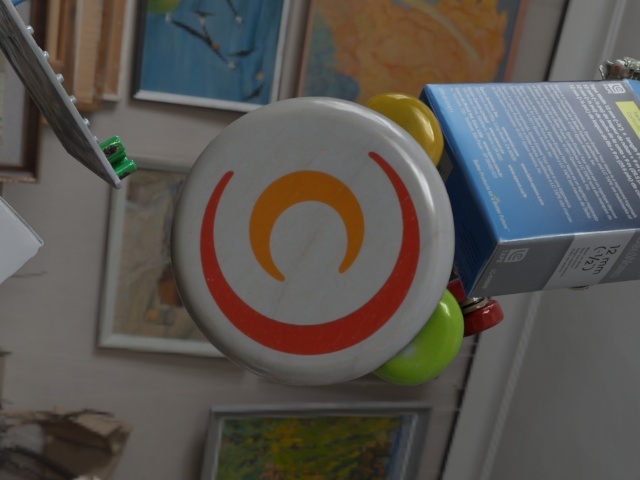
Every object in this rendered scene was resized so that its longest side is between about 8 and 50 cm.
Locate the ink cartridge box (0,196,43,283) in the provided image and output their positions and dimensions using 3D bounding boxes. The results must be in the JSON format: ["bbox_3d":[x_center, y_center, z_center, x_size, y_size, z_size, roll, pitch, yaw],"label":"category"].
[{"bbox_3d":[-0.565,0.006,1.245,0.278,0.201,0.117,19,-31,53],"label":"ink cartridge box"}]

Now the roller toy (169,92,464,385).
[{"bbox_3d":[0.000,0.000,0.599,0.146,0.191,0.210,19,65,-81],"label":"roller toy"}]

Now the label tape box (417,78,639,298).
[{"bbox_3d":[0.305,-0.073,0.994,0.115,0.347,0.249,107,-27,-48],"label":"label tape box"}]

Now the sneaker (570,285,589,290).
[{"bbox_3d":[0.405,0.053,1.410,0.135,0.058,0.052,0,-104,33],"label":"sneaker"}]

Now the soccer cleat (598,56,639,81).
[{"bbox_3d":[0.485,-0.248,1.277,0.068,0.076,0.196,-46,-171,4],"label":"soccer cleat"}]

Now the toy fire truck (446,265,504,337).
[{"bbox_3d":[0.185,0.112,1.560,0.302,0.253,0.170,-44,109,-88],"label":"toy fire truck"}]

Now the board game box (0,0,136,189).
[{"bbox_3d":[-0.472,-0.294,1.407,0.390,0.050,0.390,27,-32,57],"label":"board game box"}]
